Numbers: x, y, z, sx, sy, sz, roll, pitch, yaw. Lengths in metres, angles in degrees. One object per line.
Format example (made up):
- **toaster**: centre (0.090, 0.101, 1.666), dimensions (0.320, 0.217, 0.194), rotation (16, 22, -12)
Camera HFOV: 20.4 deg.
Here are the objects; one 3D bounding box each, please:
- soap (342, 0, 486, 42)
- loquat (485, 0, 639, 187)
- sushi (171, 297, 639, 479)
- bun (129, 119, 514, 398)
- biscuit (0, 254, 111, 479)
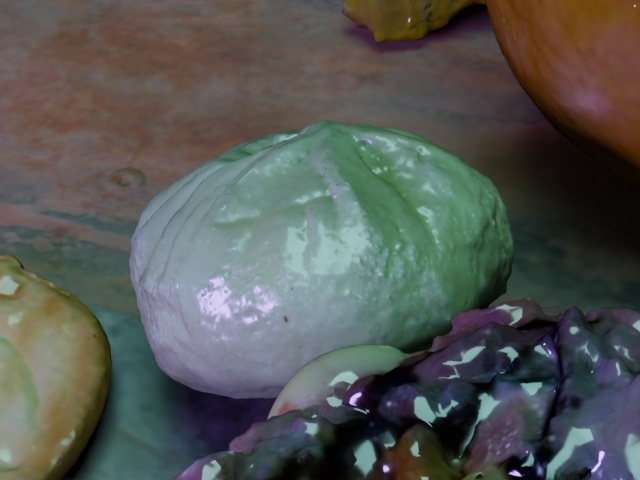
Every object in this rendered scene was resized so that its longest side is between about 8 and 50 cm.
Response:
- **soap**: centre (0.219, -0.236, 1.143), dimensions (0.304, 0.169, 0.338), rotation (17, 46, 34)
- **loquat**: centre (0.247, -0.168, 0.968), dimensions (0.328, 0.328, 0.328), rotation (-2, 43, 2)
- **sushi**: centre (0.051, 0.141, 0.748), dimensions (0.270, 0.171, 0.236), rotation (-22, 46, -12)
- **bun**: centre (0.000, 0.000, 0.897), dimensions (0.195, 0.118, 0.195), rotation (-12, 9, 2)
- **biscuit**: centre (-0.218, 0.098, 0.908), dimensions (0.203, 0.041, 0.260), rotation (10, 45, 9)
